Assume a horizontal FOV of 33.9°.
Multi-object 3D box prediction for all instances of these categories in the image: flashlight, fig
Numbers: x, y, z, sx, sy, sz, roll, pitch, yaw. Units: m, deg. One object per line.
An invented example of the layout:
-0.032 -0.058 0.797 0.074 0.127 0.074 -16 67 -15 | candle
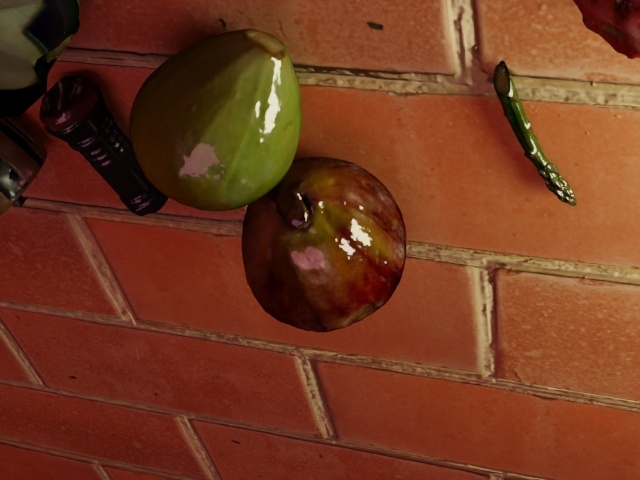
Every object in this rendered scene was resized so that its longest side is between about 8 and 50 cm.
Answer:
-0.296 -0.127 1.475 0.093 0.093 0.232 -2 145 29 | flashlight
-0.112 -0.146 1.270 0.230 0.207 0.207 -36 123 12 | fig
0.002 0.001 1.393 0.224 0.224 0.263 11 132 13 | fig

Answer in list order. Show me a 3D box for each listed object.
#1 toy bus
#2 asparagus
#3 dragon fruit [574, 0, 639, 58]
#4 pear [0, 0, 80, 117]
-0.551 -0.092 1.574 0.289 0.157 0.139 -15 133 39 | toy bus
0.253 -0.121 1.257 0.034 0.027 0.236 2 142 41 | asparagus
0.267 -0.279 0.948 0.211 0.134 0.262 26 145 -3 | dragon fruit
-0.455 -0.321 1.193 0.398 0.165 0.399 5 152 3 | pear
